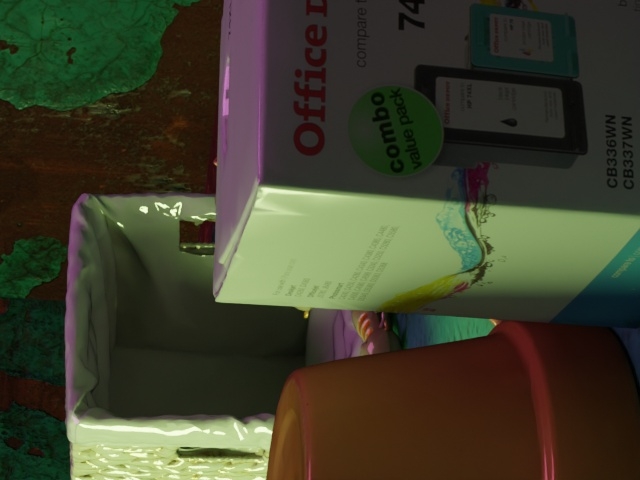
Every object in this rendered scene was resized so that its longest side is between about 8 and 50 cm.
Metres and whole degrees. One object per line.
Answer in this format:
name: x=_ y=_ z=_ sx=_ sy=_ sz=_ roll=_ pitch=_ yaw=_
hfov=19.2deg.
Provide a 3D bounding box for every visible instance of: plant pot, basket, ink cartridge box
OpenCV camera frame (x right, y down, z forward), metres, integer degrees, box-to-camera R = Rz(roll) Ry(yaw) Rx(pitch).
plant pot: x=0.074 y=0.188 z=1.240 sx=0.291 sy=0.203 sz=0.291 roll=-175 pitch=90 yaw=-81
basket: x=-0.117 y=0.151 z=2.091 sx=0.266 sy=0.328 sz=0.331 roll=98 pitch=171 yaw=-47
ink cartridge box: x=0.082 y=-0.075 z=1.093 sx=0.197 sy=0.270 sz=0.198 roll=118 pitch=154 yaw=-68

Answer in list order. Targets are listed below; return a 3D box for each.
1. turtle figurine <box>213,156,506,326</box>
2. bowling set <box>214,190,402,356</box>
turtle figurine: x=0.048 y=-0.006 z=1.573 sx=0.087 sy=0.269 sz=0.217 roll=-67 pitch=-12 yaw=22
bowling set: x=0.000 y=0.000 z=1.842 sx=0.154 sy=0.200 sz=0.287 roll=-110 pitch=21 yaw=-66
